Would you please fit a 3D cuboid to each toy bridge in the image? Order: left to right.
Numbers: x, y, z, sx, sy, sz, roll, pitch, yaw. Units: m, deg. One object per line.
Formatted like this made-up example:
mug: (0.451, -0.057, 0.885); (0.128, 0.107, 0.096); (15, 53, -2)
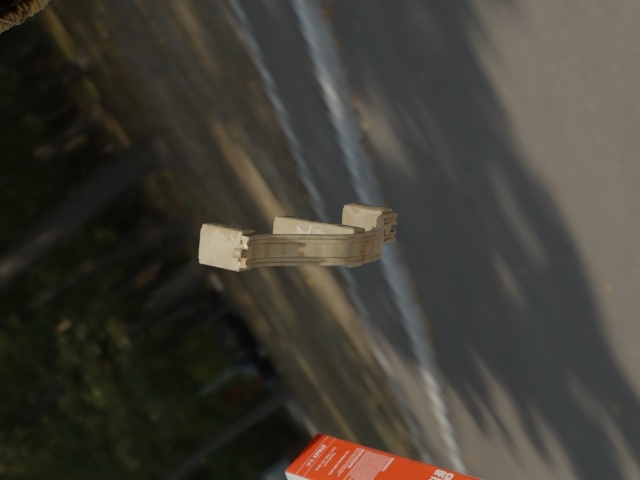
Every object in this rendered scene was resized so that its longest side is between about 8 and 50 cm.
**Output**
toy bridge: (0.000, 0.000, 1.140); (0.063, 0.026, 0.188); (11, -169, 29)

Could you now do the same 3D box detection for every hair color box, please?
hair color box: (0.061, 0.216, 1.429); (0.167, 0.053, 0.093); (11, 132, 33)

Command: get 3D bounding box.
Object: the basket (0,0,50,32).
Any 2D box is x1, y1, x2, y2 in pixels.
basket: (-0.339, -0.291, 1.783); (0.223, 0.299, 0.213); (9, 121, 43)
